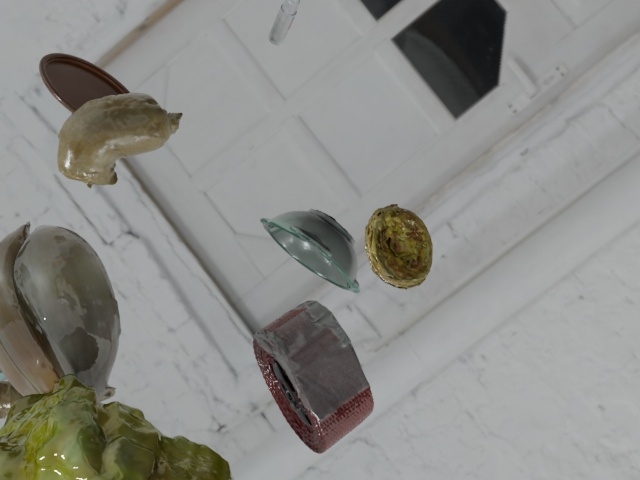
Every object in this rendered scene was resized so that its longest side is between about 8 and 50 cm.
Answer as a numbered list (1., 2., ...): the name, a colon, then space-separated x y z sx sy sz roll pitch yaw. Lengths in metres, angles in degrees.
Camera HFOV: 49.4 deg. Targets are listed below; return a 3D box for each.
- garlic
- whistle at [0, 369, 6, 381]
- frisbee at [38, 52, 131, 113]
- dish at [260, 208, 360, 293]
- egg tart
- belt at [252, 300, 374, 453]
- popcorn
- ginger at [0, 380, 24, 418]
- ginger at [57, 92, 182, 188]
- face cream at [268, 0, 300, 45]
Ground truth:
1. garlic: -0.400 0.114 1.016 0.132 0.279 0.325 -15 -96 -55
2. whistle: -0.778 0.259 1.400 0.404 0.188 0.168 15 -171 -43
3. frisbee: -0.503 -0.324 1.537 0.251 0.021 0.251 35 -154 -20
4. dish: 0.000 0.000 1.244 0.224 0.078 0.246 37 169 5
5. egg tart: 0.106 0.013 1.004 0.129 0.129 0.049 50 144 -14
6. belt: -0.004 0.188 0.995 0.128 0.124 0.201 -5 112 60
7. popcorn: -0.263 0.333 0.791 0.334 0.292 0.293 -1 137 39
8. ginger: -0.619 0.280 1.225 0.213 0.137 0.074 20 -143 -42
9. ginger: -0.408 -0.217 1.392 0.138 0.267 0.152 44 164 52
10. face cream: -0.068 -0.435 1.350 0.034 0.034 0.130 52 147 10
